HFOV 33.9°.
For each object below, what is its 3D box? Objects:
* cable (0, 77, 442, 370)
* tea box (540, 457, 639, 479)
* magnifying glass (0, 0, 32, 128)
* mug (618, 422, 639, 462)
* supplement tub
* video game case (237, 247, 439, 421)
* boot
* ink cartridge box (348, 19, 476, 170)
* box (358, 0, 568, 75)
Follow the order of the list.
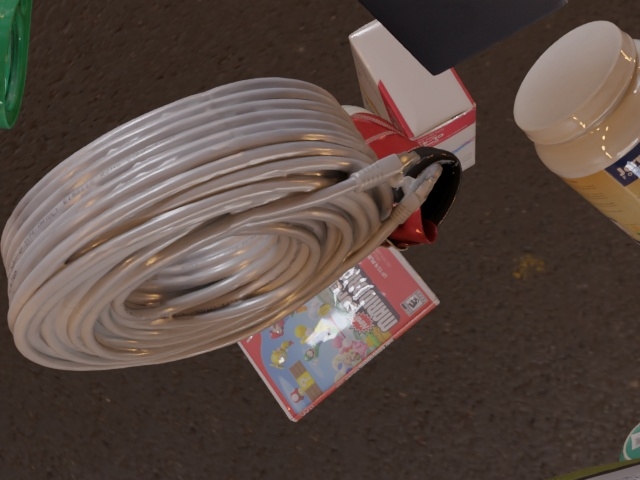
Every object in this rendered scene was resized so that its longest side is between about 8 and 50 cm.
[{"bbox_3d":[-0.080,-0.003,0.689,0.257,0.257,0.089,-10,66,-33],"label":"cable"},{"bbox_3d":[0.186,0.277,0.731,0.329,0.323,0.219,-9,77,-20],"label":"tea box"},{"bbox_3d":[-0.236,-0.195,0.814,0.026,0.092,0.230,7,69,-7],"label":"magnifying glass"},{"bbox_3d":[0.429,0.285,1.306,0.097,0.129,0.157,43,76,-11],"label":"mug"},{"bbox_3d":[0.460,-0.151,1.545,0.316,0.228,0.228,35,77,-25],"label":"supplement tub"},{"bbox_3d":[0.013,0.110,1.606,0.285,0.025,0.204,-40,62,5],"label":"video game case"},{"bbox_3d":[0.000,0.000,0.877,0.244,0.176,0.088,-46,128,-6],"label":"boot"},{"bbox_3d":[0.166,-0.239,1.844,0.131,0.306,0.226,-29,73,-2],"label":"ink cartridge box"},{"bbox_3d":[0.047,-0.202,0.577,0.156,0.093,0.158,30,39,-54],"label":"box"}]
